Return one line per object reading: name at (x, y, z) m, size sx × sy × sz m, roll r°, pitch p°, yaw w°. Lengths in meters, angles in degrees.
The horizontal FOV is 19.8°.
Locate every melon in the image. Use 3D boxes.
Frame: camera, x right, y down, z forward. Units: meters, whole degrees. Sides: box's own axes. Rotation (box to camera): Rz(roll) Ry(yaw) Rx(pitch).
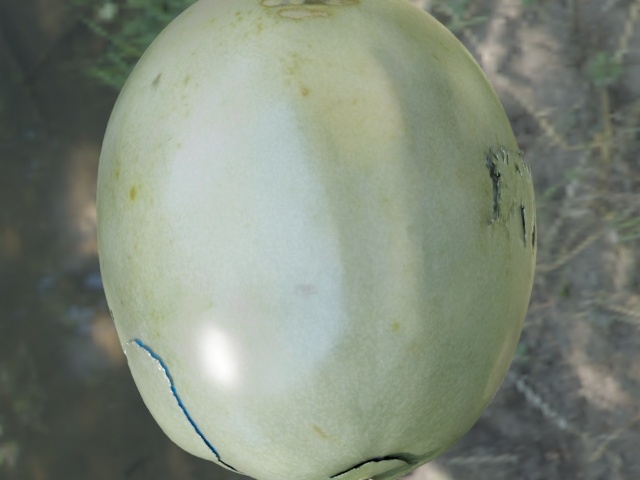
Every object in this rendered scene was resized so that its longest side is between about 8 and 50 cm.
melon at (0.000, 0.000, 1.116) m, size 0.268 × 0.268 × 0.330 m, roll -31°, pitch 56°, yaw 43°
